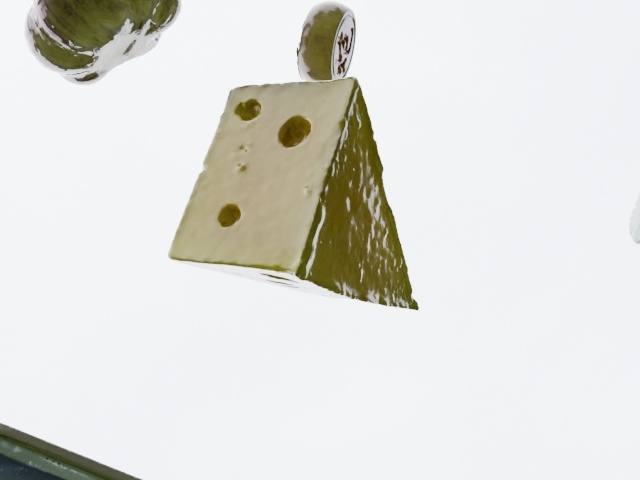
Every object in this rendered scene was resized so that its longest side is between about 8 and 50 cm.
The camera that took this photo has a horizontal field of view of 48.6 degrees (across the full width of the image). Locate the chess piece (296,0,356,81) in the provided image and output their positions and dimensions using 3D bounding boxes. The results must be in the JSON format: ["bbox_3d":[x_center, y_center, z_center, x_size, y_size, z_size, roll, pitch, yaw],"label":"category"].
[{"bbox_3d":[0.007,-0.191,0.696,0.038,0.083,0.084,17,-69,16],"label":"chess piece"}]

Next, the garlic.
[{"bbox_3d":[-0.226,-0.232,0.722,0.159,0.147,0.102,-33,-93,23],"label":"garlic"}]

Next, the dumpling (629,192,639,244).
[{"bbox_3d":[0.358,-0.122,0.528,0.320,0.270,0.212,-28,-72,-45],"label":"dumpling"}]

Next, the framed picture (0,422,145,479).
[{"bbox_3d":[-0.367,0.462,1.021,0.446,0.326,0.028,23,-55,-6],"label":"framed picture"}]

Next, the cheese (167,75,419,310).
[{"bbox_3d":[0.000,0.000,0.467,0.171,0.093,0.126,50,-130,-50],"label":"cheese"}]
